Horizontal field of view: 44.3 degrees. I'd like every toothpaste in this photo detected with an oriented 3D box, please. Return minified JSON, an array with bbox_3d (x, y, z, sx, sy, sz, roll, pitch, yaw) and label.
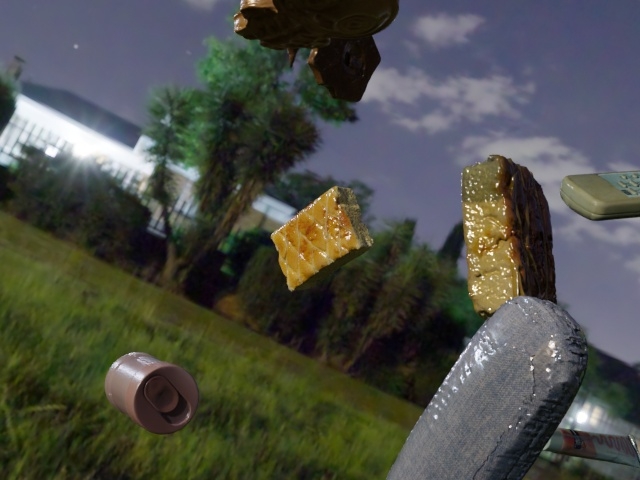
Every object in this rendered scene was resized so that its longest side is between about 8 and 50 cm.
[{"bbox_3d":[0.401,0.303,1.158,0.205,0.056,0.036,14,-43,-28],"label":"toothpaste"}]

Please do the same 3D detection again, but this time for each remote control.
[{"bbox_3d":[0.441,-0.064,1.049,0.234,0.038,0.098,-4,29,-13],"label":"remote control"}]

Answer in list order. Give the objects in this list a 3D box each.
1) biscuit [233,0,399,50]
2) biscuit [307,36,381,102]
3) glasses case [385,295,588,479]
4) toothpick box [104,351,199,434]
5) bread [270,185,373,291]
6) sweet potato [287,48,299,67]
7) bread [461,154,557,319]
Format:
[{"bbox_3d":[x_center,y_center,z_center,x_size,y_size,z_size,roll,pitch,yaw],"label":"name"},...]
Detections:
[{"bbox_3d":[-0.013,-0.346,1.197,0.289,0.044,0.202,-8,-14,39],"label":"biscuit"},{"bbox_3d":[0.044,-0.431,1.833,0.215,0.182,0.034,33,-11,-38],"label":"biscuit"},{"bbox_3d":[0.135,0.175,0.694,0.067,0.282,0.109,21,19,-27],"label":"glasses case"},{"bbox_3d":[-0.251,0.222,1.159,0.098,0.098,0.149,30,-14,-27],"label":"toothpick box"},{"bbox_3d":[-0.001,0.001,1.444,0.188,0.125,0.068,-34,-23,35],"label":"bread"},{"bbox_3d":[-0.046,-0.364,1.388,0.049,0.117,0.049,7,9,-1],"label":"sweet potato"},{"bbox_3d":[0.332,0.006,1.376,0.114,0.274,0.185,-13,-19,32],"label":"bread"}]
